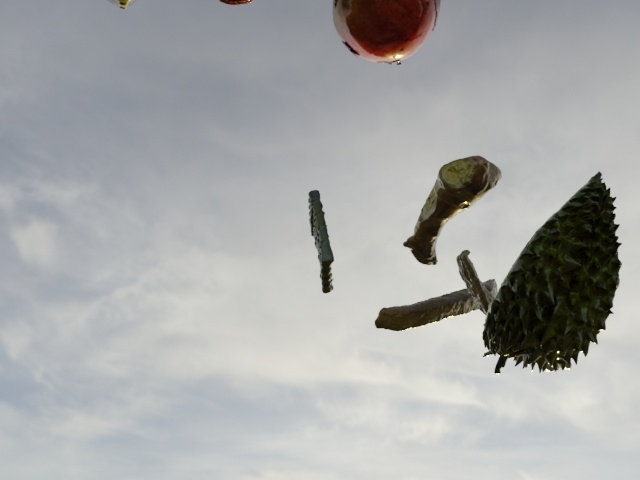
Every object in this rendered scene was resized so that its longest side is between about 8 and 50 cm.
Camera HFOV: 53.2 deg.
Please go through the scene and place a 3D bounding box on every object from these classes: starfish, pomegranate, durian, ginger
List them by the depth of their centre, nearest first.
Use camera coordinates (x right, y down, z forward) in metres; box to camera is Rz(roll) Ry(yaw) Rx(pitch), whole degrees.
[{"bbox_3d":[0.187,0.049,0.534,0.086,0.100,0.215,24,-63,7],"label":"durian"},{"bbox_3d":[0.256,0.106,0.896,0.048,0.295,0.231,-38,-88,3],"label":"starfish"},{"bbox_3d":[0.118,-0.459,1.233,0.210,0.210,0.235,-28,-77,38],"label":"pomegranate"},{"bbox_3d":[0.254,-0.058,1.266,0.131,0.086,0.295,-9,-38,-28],"label":"ginger"}]

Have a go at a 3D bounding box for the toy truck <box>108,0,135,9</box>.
[{"bbox_3d":[-0.290,-0.376,0.790,0.224,0.165,0.147,33,-2,-22],"label":"toy truck"}]

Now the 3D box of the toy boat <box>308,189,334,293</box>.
[{"bbox_3d":[0.000,0.000,0.754,0.016,0.115,0.063,-7,-42,-5],"label":"toy boat"}]

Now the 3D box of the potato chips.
[{"bbox_3d":[0.309,0.150,1.516,0.406,0.057,0.080,-11,17,-34],"label":"potato chips"}]

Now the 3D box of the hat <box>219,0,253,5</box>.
[{"bbox_3d":[-0.119,-0.436,0.957,0.112,0.162,0.093,21,-28,-10],"label":"hat"}]
